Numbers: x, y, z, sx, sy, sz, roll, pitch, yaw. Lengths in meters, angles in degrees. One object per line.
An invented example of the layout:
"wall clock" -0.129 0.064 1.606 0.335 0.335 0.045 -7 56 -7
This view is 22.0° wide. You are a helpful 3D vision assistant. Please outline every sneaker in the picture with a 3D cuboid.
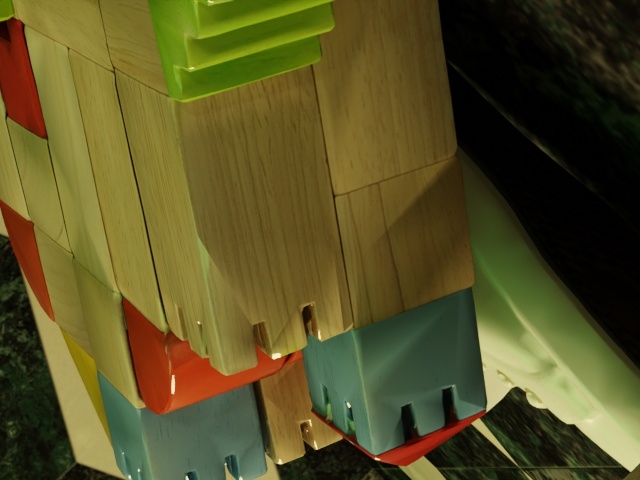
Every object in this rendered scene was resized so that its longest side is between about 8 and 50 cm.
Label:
"sneaker" 0.066 0.021 0.734 0.106 0.123 0.290 0 -138 -51

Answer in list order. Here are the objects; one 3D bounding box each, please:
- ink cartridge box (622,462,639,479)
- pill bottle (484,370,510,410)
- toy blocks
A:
"ink cartridge box" 0.201 0.132 0.545 0.218 0.158 0.092 34 164 53
"pill bottle" 0.000 0.000 0.929 0.272 0.152 0.152 34 164 53
"toy blocks" -0.057 -0.022 0.654 0.381 0.191 0.260 30 135 57
